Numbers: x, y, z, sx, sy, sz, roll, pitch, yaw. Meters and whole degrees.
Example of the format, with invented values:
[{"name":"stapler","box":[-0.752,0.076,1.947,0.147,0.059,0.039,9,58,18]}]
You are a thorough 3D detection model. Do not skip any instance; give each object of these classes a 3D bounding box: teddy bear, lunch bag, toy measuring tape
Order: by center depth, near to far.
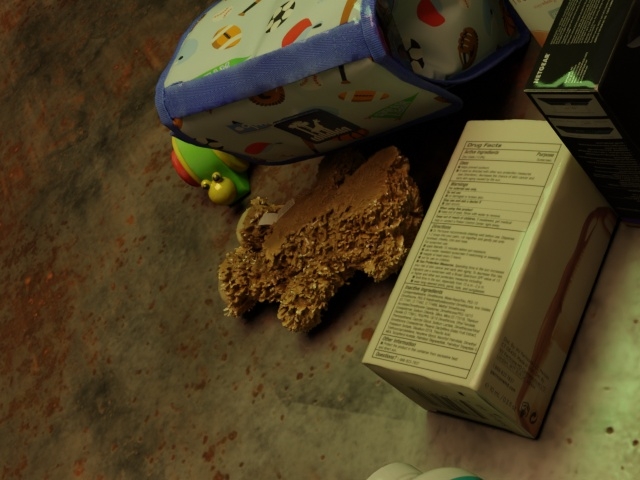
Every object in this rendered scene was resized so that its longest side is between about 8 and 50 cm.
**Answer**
[{"name":"lunch bag","box":[0.027,-0.236,1.234,0.328,0.239,0.385,-13,15,35]},{"name":"teddy bear","box":[0.000,0.000,1.280,0.338,0.113,0.245,-31,34,30]},{"name":"toy measuring tape","box":[-0.172,-0.178,1.547,0.121,0.121,0.330,-32,43,19]}]

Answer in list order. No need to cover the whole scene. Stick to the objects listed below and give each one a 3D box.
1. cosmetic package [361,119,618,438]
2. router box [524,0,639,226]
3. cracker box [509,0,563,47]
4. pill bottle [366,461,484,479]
[{"name":"cosmetic package","box":[0.185,0.033,1.056,0.153,0.129,0.296,9,67,46]},{"name":"router box","box":[0.339,-0.201,1.010,0.081,0.243,0.309,9,65,45]},{"name":"cracker box","box":[0.254,-0.324,1.127,0.067,0.232,0.156,-44,15,-21]},{"name":"pill bottle","box":[0.138,0.292,0.884,0.264,0.146,0.146,26,79,49]}]
